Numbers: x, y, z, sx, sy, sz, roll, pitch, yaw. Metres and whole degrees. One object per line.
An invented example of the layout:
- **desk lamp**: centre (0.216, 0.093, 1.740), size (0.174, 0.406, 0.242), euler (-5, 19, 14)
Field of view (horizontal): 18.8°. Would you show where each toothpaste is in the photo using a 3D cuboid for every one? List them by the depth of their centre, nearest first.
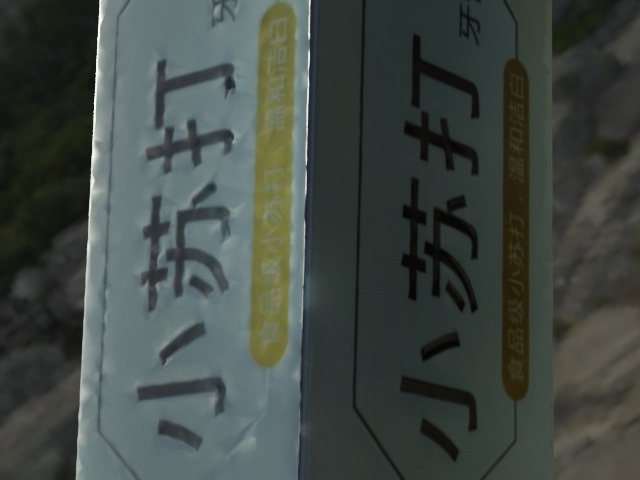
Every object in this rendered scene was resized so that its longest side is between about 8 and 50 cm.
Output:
- **toothpaste**: centre (0.000, 0.000, 0.381), size (0.071, 0.312, 0.089), euler (-9, -17, 39)
